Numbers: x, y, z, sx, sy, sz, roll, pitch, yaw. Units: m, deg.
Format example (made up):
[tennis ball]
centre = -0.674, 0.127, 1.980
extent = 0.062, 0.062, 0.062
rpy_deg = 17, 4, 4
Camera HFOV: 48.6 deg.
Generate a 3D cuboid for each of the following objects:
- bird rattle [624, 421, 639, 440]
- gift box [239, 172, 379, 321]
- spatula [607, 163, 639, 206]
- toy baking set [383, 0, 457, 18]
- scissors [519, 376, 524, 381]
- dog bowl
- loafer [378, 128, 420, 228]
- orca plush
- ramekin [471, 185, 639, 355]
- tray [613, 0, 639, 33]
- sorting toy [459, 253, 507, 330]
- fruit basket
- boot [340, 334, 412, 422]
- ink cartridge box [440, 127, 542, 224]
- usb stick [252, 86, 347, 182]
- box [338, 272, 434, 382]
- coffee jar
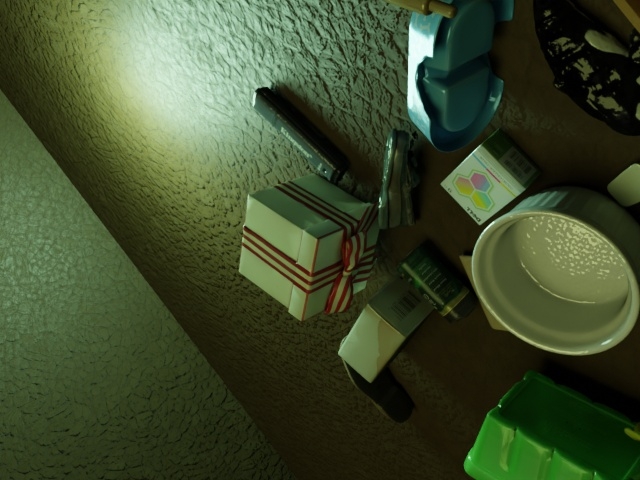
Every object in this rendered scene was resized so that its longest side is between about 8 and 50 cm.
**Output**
[bird rattle]
centre = 0.671, 0.375, 1.213
extent = 0.143, 0.207, 0.253
rpy_deg = -49, 61, 18
[gift box]
centre = 0.000, 0.000, 1.632
extent = 0.258, 0.276, 0.255
rpy_deg = 34, 134, 32
[spatula]
centre = 0.551, -0.077, 1.027
extent = 0.168, 0.019, 0.242
rpy_deg = 48, 150, 5
[toy baking set]
centre = 0.161, -0.391, 1.016
extent = 0.256, 0.197, 0.030
rpy_deg = 28, 149, 32
[scissors]
centre = 0.490, 0.410, 1.664
extent = 0.109, 0.021, 0.297
rpy_deg = 34, 148, 22
[dog bowl]
centre = 0.212, -0.281, 1.117
extent = 0.074, 0.166, 0.297
rpy_deg = 41, 151, 37
[loafer]
centre = 0.168, -0.122, 1.443
extent = 0.084, 0.096, 0.267
rpy_deg = 5, 143, 2
[orca plush]
centre = 0.366, -0.254, 0.989
extent = 0.151, 0.102, 0.287
rpy_deg = -6, 119, 55
[ramekin]
centre = 0.410, 0.042, 1.193
extent = 0.277, 0.135, 0.277
rpy_deg = 23, 132, 27
[tray]
centre = 0.501, -0.350, 0.733
extent = 0.202, 0.076, 0.411
rpy_deg = 50, 151, -1
[sorting toy]
centre = 0.392, 0.108, 1.438
extent = 0.208, 0.038, 0.192
rpy_deg = 6, 129, 56
[fruit basket]
centre = 0.518, 0.487, 1.462
extent = 0.392, 0.283, 0.391
rpy_deg = 33, 141, 31
[boot]
centre = 0.137, 0.396, 2.039
extent = 0.305, 0.112, 0.115
rpy_deg = 55, 160, -14
[ink cartridge box]
centre = 0.294, -0.101, 1.298
extent = 0.109, 0.062, 0.209
rpy_deg = 47, 151, 4
[usb stick]
centre = -0.050, -0.242, 1.616
extent = 0.278, 0.045, 0.077
rpy_deg = 44, 149, 9
[box]
centre = 0.162, 0.219, 1.757
extent = 0.121, 0.148, 0.311
rpy_deg = 42, 151, 13
[coffee jar]
centre = 0.255, 0.098, 1.548
extent = 0.184, 0.079, 0.096
rpy_deg = 45, 173, 9
